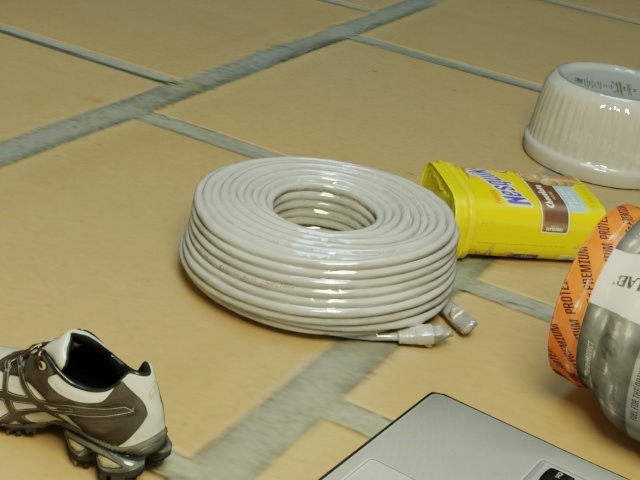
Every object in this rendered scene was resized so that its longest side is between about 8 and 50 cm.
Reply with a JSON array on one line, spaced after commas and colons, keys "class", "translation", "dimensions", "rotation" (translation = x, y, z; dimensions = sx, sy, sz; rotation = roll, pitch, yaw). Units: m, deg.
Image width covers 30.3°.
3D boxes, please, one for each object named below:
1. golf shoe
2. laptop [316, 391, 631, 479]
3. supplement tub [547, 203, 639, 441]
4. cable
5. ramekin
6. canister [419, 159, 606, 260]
[{"class": "golf shoe", "translation": [-0.190, 0.093, 0.834], "dimensions": [0.198, 0.094, 0.077], "rotation": [16, 27, 20]}, {"class": "laptop", "translation": [0.162, 0.149, 0.655], "dimensions": [0.408, 0.236, 0.382], "rotation": [23, 28, 28]}, {"class": "supplement tub", "translation": [0.344, 0.095, 0.879], "dimensions": [0.316, 0.193, 0.193], "rotation": [24, 29, 30]}, {"class": "cable", "translation": [0.000, 0.000, 1.095], "dimensions": [0.257, 0.089, 0.257], "rotation": [1, 26, -15]}, {"class": "ramekin", "translation": [0.372, -0.154, 1.522], "dimensions": [0.207, 0.109, 0.207], "rotation": [7, 25, -3]}, {"class": "canister", "translation": [0.200, -0.029, 1.243], "dimensions": [0.170, 0.073, 0.126], "rotation": [3, 26, -14]}]
